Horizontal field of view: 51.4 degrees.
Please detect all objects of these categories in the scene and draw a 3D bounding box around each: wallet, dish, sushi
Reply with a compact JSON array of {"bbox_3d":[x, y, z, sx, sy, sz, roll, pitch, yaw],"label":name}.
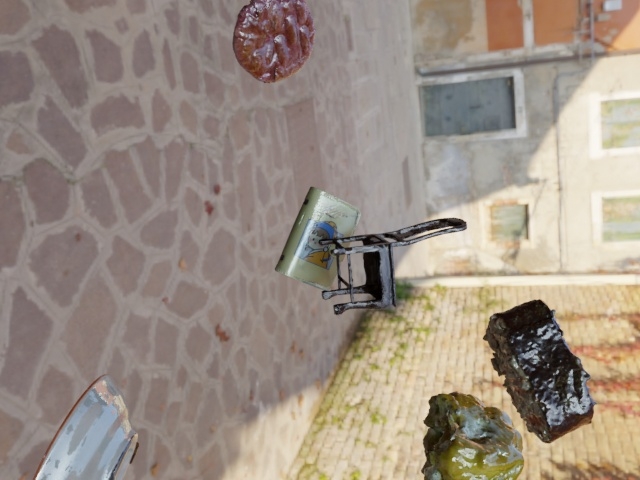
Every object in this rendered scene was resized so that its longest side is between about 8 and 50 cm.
[{"bbox_3d":[0.000,0.000,1.129,0.110,0.039,0.155,23,89,-29],"label":"wallet"},{"bbox_3d":[-0.317,0.323,0.924,0.260,0.085,0.260,-158,-90,-90],"label":"dish"},{"bbox_3d":[0.243,0.146,0.749,0.090,0.078,0.150,98,-28,-75],"label":"sushi"}]

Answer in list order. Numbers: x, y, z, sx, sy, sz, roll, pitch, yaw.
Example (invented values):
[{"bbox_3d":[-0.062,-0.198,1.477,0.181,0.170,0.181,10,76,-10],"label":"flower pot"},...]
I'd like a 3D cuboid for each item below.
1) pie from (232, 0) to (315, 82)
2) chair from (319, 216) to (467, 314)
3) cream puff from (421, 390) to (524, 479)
[{"bbox_3d":[-0.071,-0.317,1.040,0.154,0.036,0.154,-24,133,-29],"label":"pie"},{"bbox_3d":[0.118,0.035,1.052,0.106,0.229,0.113,-135,-141,-75],"label":"chair"},{"bbox_3d":[0.265,0.392,1.201,0.221,0.194,0.195,-67,150,-62],"label":"cream puff"}]
